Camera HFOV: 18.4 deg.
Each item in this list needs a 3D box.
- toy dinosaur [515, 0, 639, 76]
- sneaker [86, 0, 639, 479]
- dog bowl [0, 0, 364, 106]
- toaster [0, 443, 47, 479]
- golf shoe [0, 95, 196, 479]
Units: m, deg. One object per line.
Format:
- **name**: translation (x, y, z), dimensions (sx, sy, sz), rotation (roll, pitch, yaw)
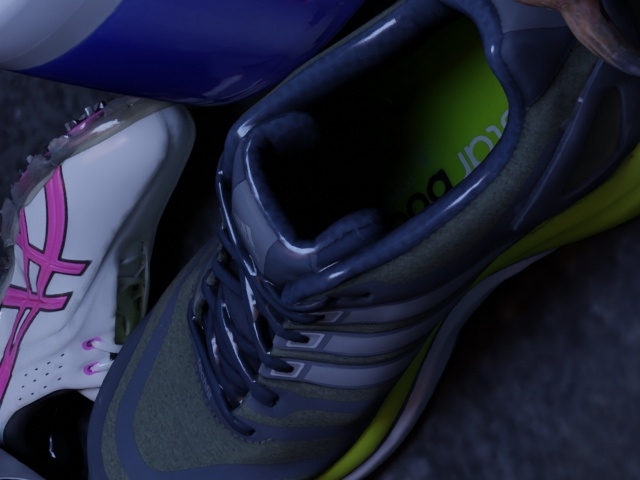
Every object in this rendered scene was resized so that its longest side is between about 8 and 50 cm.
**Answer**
- **toy dinosaur**: translation (0.196, -0.130, 0.494), dimensions (0.296, 0.127, 0.200), rotation (10, 106, 27)
- **sneaker**: translation (0.000, 0.000, 0.654), dimensions (0.300, 0.121, 0.111), rotation (-48, 62, 31)
- **dog bowl**: translation (-0.057, -0.180, 0.654), dimensions (0.265, 0.104, 0.265), rotation (-25, 60, 52)
- **toaster**: translation (-0.166, 0.165, 0.782), dimensions (0.168, 0.110, 0.185), rotation (29, 130, 32)
- **golf shoe**: translation (-0.090, 0.017, 0.773), dimensions (0.086, 0.067, 0.186), rotation (47, 128, 12)
